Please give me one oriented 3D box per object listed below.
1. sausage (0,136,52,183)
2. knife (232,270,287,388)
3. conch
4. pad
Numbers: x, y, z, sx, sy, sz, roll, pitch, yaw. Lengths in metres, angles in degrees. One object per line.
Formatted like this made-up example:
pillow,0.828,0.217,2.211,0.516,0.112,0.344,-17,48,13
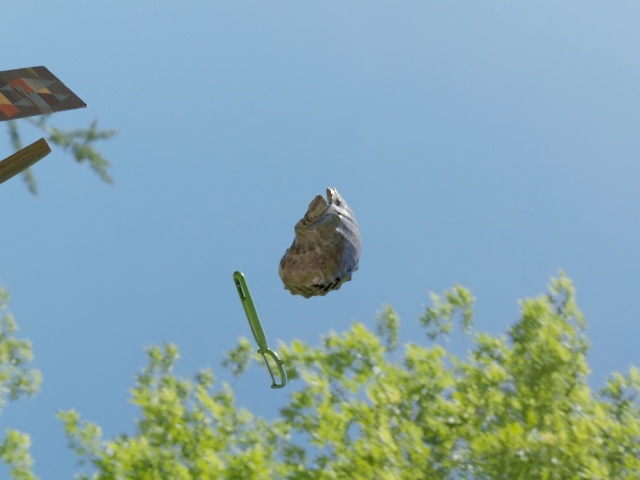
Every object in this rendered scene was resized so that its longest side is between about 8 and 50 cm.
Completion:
sausage,-0.370,-0.077,1.245,0.132,0.024,0.024,-33,-136,-14
knife,-0.097,0.147,1.767,0.015,0.212,0.054,-29,-165,-39
conch,0.000,0.000,1.691,0.130,0.207,0.155,3,-143,6
pad,-0.523,-0.254,1.863,0.143,0.211,0.003,40,-53,25
